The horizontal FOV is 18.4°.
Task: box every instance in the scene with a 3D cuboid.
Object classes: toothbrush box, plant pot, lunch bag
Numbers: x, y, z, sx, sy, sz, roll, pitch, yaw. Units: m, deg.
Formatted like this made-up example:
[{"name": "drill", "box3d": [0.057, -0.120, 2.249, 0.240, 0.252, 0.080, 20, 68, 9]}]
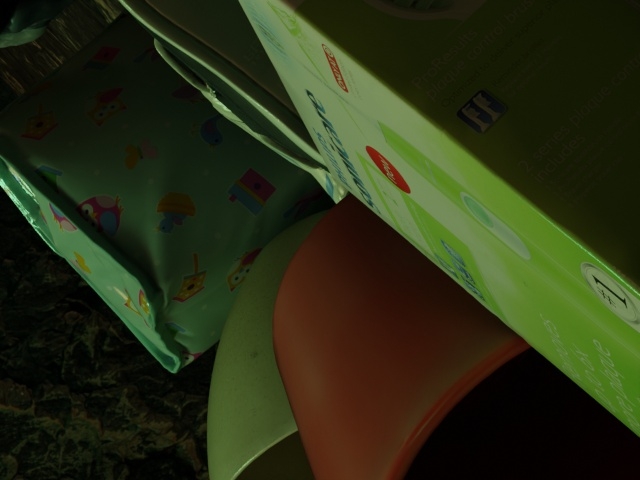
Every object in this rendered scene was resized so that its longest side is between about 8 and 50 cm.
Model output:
[{"name": "toothbrush box", "box3d": [0.108, -0.041, 0.889, 0.283, 0.122, 0.206, 43, 171, 31]}, {"name": "plant pot", "box3d": [0.103, 0.092, 1.141, 0.275, 0.275, 0.243, 52, 178, -36]}, {"name": "plant pot", "box3d": [0.037, 0.086, 1.468, 0.284, 0.284, 0.191, 61, -171, -60]}, {"name": "lunch bag", "box3d": [-0.125, -0.064, 1.572, 0.262, 0.223, 0.160, 41, 164, 28]}]

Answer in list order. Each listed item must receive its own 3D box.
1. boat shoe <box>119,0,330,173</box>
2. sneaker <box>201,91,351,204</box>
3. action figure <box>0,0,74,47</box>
[{"name": "boat shoe", "box3d": [-0.064, -0.149, 1.256, 0.302, 0.114, 0.091, 49, 166, -12]}, {"name": "sneaker", "box3d": [0.014, -0.076, 1.383, 0.237, 0.085, 0.086, 40, -158, 7]}, {"name": "action figure", "box3d": [-0.298, -0.172, 1.672, 0.178, 0.330, 0.341, 29, 135, 9]}]
